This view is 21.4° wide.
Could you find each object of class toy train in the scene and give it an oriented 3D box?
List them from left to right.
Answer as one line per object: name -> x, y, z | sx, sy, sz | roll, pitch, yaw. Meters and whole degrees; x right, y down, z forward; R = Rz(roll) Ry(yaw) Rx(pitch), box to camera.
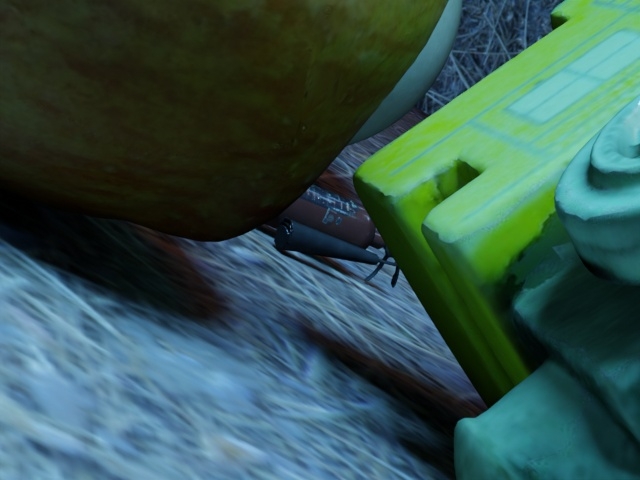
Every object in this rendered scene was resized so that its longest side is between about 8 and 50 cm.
toy train -> 0.213, -0.055, 0.521 | 0.179, 0.442, 0.272 | 57, -5, -17

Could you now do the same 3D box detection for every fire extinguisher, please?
fire extinguisher -> 0.003, -0.005, 0.742 | 0.100, 0.032, 0.046 | 22, 1, -24

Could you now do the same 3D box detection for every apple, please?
apple -> -0.062, -0.111, 0.509 | 0.188, 0.211, 0.211 | 25, 10, -30

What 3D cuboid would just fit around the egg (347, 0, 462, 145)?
egg -> -0.017, -0.141, 0.932 | 0.186, 0.186, 0.253 | 35, 7, 21
